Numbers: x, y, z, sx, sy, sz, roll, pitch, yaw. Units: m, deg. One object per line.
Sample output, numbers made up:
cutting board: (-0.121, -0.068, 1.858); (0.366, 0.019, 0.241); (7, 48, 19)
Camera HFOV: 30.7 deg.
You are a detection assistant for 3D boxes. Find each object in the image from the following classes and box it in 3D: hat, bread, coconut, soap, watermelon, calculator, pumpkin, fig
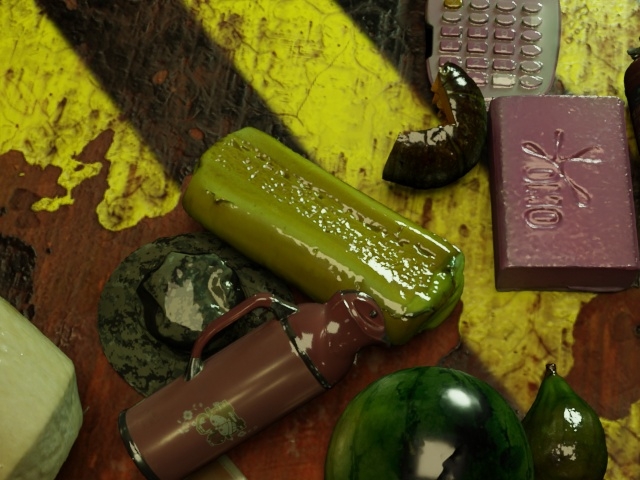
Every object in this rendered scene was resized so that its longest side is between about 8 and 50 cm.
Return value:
hat: (-0.160, 0.081, 1.456); (0.266, 0.128, 0.265); (0, 69, 0)
bread: (0.000, 0.000, 1.490); (0.384, 0.112, 0.166); (31, 54, 14)
coconut: (-0.436, 0.189, 1.304); (0.323, 0.323, 0.323); (-1, 65, 2)
soap: (0.313, -0.063, 1.528); (0.181, 0.081, 0.259); (1, 65, 2)
watermelon: (0.120, 0.261, 1.299); (0.242, 0.242, 0.242); (-1, 65, 2)
calculator: (0.246, -0.311, 1.673); (0.194, 0.043, 0.294); (5, 69, 3)
pumpkin: (0.168, -0.141, 1.551); (0.108, 0.119, 0.183); (26, 75, 13)
fig: (0.288, 0.227, 1.393); (0.117, 0.117, 0.177); (9, 44, 6)

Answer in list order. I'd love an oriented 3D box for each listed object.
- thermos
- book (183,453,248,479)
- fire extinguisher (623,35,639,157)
thermos: (-0.079, 0.152, 1.373); (0.330, 0.109, 0.136); (-32, 79, 6)
book: (-0.164, 0.379, 1.375); (0.242, 0.018, 0.170); (-40, 69, -15)
fire extinguisher: (0.482, -0.174, 1.551); (0.138, 0.102, 0.344); (-22, 60, 33)
